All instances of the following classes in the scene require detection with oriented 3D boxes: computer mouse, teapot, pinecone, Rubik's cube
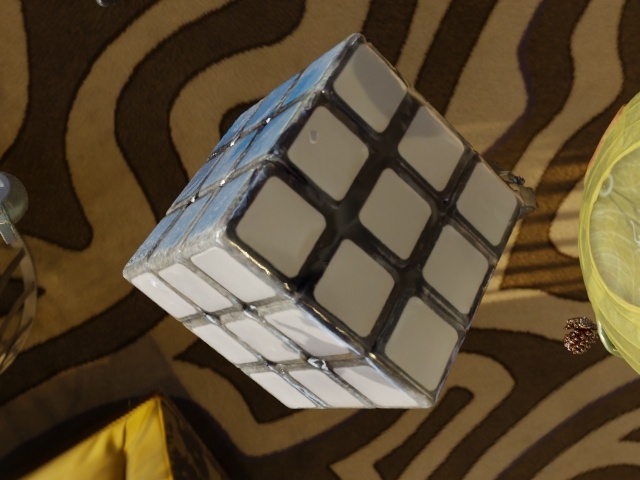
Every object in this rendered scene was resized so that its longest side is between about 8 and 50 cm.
[{"bbox_3d":[0.278,-0.080,1.218,0.241,0.147,0.077,-13,155,-40],"label":"computer mouse"},{"bbox_3d":[-0.366,-0.042,0.836,0.066,0.057,0.088,-20,78,-16],"label":"teapot"},{"bbox_3d":[0.568,0.207,1.610,0.077,0.077,0.083,2,99,-14],"label":"pinecone"},{"bbox_3d":[0.000,0.000,0.882,0.303,0.305,0.301,40,62,-17],"label":"Rubik's cube"}]

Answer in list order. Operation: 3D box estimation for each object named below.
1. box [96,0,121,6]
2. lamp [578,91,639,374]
[{"bbox_3d":[-0.318,-0.449,1.166,0.126,0.027,0.125,-40,145,-25],"label":"box"},{"bbox_3d":[0.303,-0.003,0.438,0.284,0.250,0.250,4,111,-19],"label":"lamp"}]
